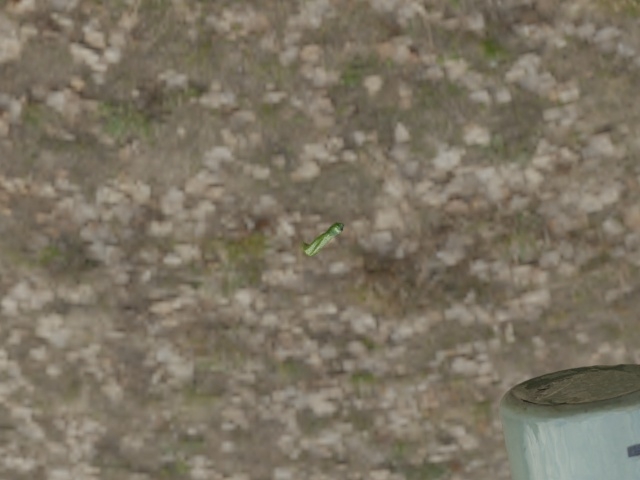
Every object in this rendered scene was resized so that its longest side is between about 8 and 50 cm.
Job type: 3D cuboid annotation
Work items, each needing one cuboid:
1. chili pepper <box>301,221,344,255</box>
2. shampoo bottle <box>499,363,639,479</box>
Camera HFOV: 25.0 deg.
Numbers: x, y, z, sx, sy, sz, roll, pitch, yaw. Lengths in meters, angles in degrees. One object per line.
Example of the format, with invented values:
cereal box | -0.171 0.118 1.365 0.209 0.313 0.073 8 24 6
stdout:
chili pepper | 0.001 0.001 1.707 0.017 0.030 0.083 45 135 -9
shampoo bottle | 0.150 0.196 0.708 0.085 0.085 0.262 -10 97 7
